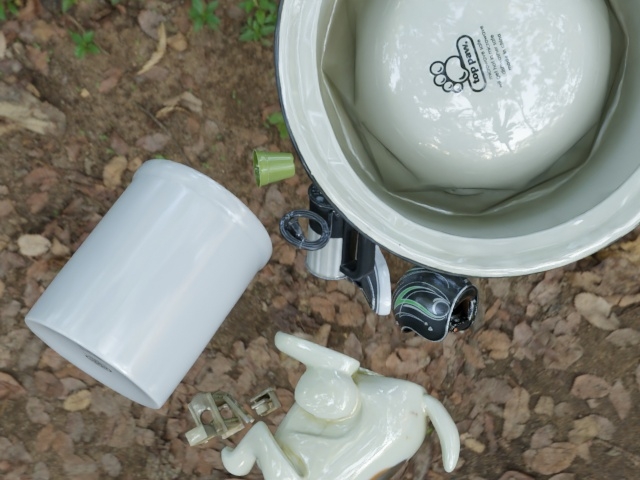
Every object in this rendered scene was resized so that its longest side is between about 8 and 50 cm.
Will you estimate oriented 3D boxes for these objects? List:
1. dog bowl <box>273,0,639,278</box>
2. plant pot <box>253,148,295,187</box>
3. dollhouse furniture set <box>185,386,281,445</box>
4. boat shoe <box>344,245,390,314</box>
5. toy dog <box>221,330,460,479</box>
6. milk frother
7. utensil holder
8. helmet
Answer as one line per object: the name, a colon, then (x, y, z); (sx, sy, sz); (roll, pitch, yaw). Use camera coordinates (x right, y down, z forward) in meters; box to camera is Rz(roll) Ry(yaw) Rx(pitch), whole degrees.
dog bowl: (0.163, -0.177, 0.685); (0.408, 0.150, 0.408); (0, 101, 0)
plant pot: (-0.097, -0.156, 1.460); (0.079, 0.083, 0.083); (-7, 68, -12)
dollhouse furniture set: (-0.194, 0.346, 1.467); (0.161, 0.182, 0.101); (-31, 73, 6)
boat shoe: (0.064, 0.036, 1.175); (0.076, 0.080, 0.228); (-6, 48, -7)
toy dog: (0.022, 0.425, 1.250); (0.395, 0.284, 0.408); (19, 78, 15)
milk frother: (0.000, 0.000, 1.004); (0.143, 0.134, 0.129); (-11, 40, -18)
utensil holder: (-0.332, 0.089, 1.364); (0.328, 0.327, 0.385); (25, 64, 14)
helmet: (0.230, 0.127, 1.437); (0.161, 0.169, 0.169); (21, 72, 37)
